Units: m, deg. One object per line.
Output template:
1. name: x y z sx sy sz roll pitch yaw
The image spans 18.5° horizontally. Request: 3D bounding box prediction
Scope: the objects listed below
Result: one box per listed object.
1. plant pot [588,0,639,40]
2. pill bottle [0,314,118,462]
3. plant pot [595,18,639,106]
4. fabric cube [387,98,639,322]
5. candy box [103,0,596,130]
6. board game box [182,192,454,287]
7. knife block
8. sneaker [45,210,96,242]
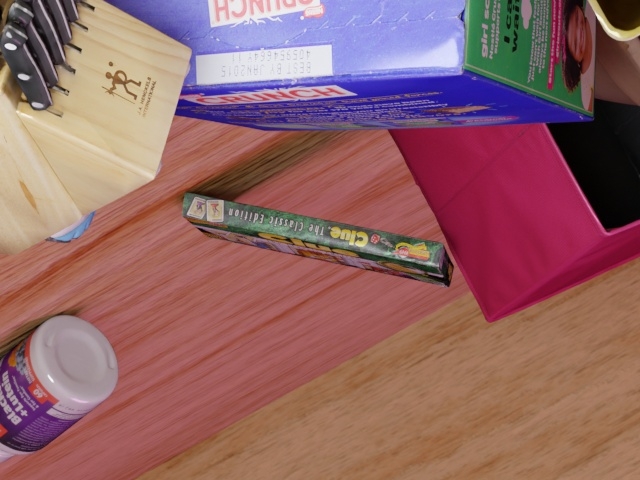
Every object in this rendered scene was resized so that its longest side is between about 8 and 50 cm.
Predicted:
1. plant pot: 0.235 -0.275 1.325 0.212 0.212 0.187 -30 -178 8
2. pill bottle: -0.316 0.170 2.158 0.108 0.108 0.193 -15 162 -49
3. plant pot: 0.284 -0.211 1.662 0.263 0.263 0.229 -23 -174 -26
4. fabric cube: 0.253 -0.111 1.904 0.254 0.259 0.258 -24 170 -26
5. candy box: 0.019 -0.142 1.305 0.268 0.122 0.317 -1 180 21
6. board game box: 0.000 0.000 1.957 0.259 0.030 0.136 11 170 11
7. knife block: -0.210 -0.103 1.098 0.242 0.088 0.275 27 153 -25
8. sneaker: -0.170 -0.080 1.398 0.083 0.071 0.191 -58 -171 46
